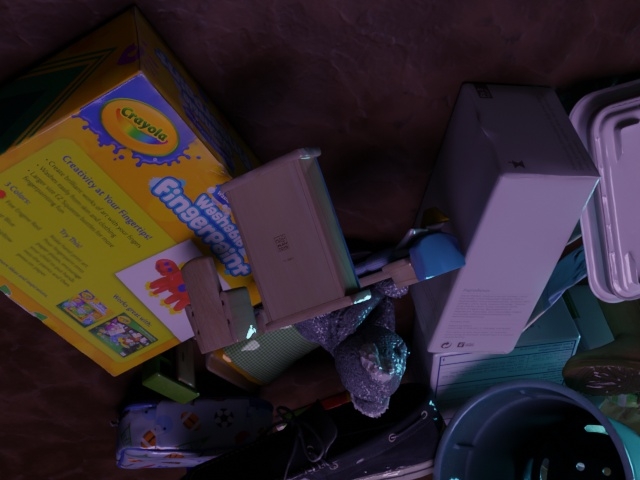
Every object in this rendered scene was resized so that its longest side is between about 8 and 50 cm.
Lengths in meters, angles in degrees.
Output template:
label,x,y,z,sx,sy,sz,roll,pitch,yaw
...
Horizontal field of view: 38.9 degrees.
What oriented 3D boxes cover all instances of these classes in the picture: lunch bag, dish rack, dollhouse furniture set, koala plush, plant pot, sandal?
label,x,y,z,sx,sy,sz,roll,pitch,yaw
lunch bag,-0.248,0.372,1.730,0.303,0.114,0.243,4,157,-14
dish rack,0.525,-0.079,1.352,0.286,0.072,0.332,-16,107,-13
dollhouse furniture set,0.000,0.000,1.258,0.286,0.198,0.303,-21,175,34
dollhouse furniture set,-0.133,0.200,1.575,0.198,0.151,0.301,-35,132,22
koala plush,0.067,0.171,1.503,0.203,0.221,0.196,-11,149,-13
plant pot,0.423,0.426,1.581,0.341,0.341,0.334,-36,150,23
sandal,0.008,0.034,1.509,0.179,0.040,0.067,-11,146,-14

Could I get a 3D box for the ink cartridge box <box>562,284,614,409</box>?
label,x,y,z,sx,sy,sz,roll,pitch,yaw
ink cartridge box,0.494,0.208,1.716,0.087,0.153,0.208,-3,137,-9

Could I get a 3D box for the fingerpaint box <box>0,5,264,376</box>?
label,x,y,z,sx,sy,sz,roll,pitch,yaw
fingerpaint box,-0.278,-0.044,1.281,0.371,0.163,0.445,-28,135,12

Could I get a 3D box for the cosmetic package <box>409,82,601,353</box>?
label,x,y,z,sx,sy,sz,roll,pitch,yaw
cosmetic package,0.257,-0.025,1.386,0.156,0.217,0.385,2,137,-14

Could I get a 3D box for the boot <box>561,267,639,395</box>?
label,x,y,z,sx,sy,sz,roll,pitch,yaw
boot,0.500,0.133,1.559,0.236,0.269,0.089,4,138,-10

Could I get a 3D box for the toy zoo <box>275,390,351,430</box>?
label,x,y,z,sx,sy,sz,roll,pitch,yaw
toy zoo,0.077,0.376,1.886,0.293,0.030,0.192,-22,135,10

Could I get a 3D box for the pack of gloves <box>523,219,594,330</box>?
label,x,y,z,sx,sy,sz,roll,pitch,yaw
pack of gloves,0.369,0.040,1.504,0.046,0.195,0.232,35,122,-11

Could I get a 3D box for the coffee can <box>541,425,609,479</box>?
label,x,y,z,sx,sy,sz,roll,pitch,yaw
coffee can,0.461,0.466,1.936,0.202,0.201,0.275,13,131,-23

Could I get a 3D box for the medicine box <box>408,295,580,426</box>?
label,x,y,z,sx,sy,sz,roll,pitch,yaw
medicine box,0.312,0.228,1.699,0.264,0.149,0.289,-6,136,-5

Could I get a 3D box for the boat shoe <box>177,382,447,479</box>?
label,x,y,z,sx,sy,sz,roll,pitch,yaw
boat shoe,-0.014,0.360,1.568,0.500,0.187,0.156,-12,113,-12

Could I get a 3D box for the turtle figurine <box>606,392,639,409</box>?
label,x,y,z,sx,sy,sz,roll,pitch,yaw
turtle figurine,0.631,0.239,1.776,0.198,0.274,0.266,0,110,-9

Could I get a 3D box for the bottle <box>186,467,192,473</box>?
label,x,y,z,sx,sy,sz,roll,pitch,yaw
bottle,-0.164,0.529,1.946,0.118,0.092,0.283,-26,135,21
